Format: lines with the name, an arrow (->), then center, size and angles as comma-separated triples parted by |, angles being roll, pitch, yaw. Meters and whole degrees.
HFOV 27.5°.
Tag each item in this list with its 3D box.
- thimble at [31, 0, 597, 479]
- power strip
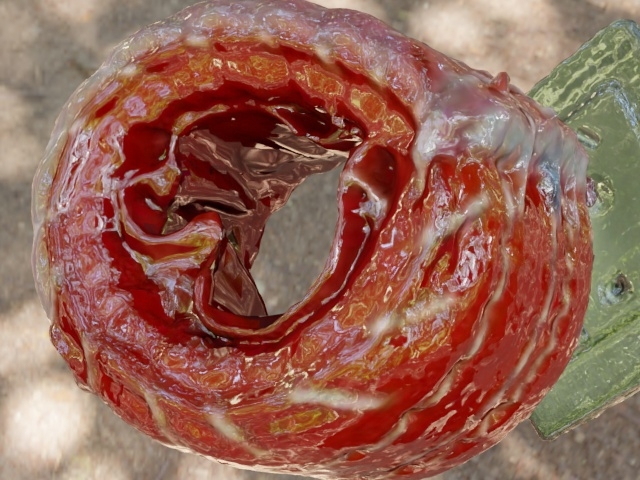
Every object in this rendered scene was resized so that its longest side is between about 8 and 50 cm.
thimble -> -0.006, 0.003, 0.478 | 0.190, 0.125, 0.163 | 5, 80, 34
power strip -> 0.225, -0.006, 1.062 | 0.092, 0.251, 0.257 | 4, 55, -57
